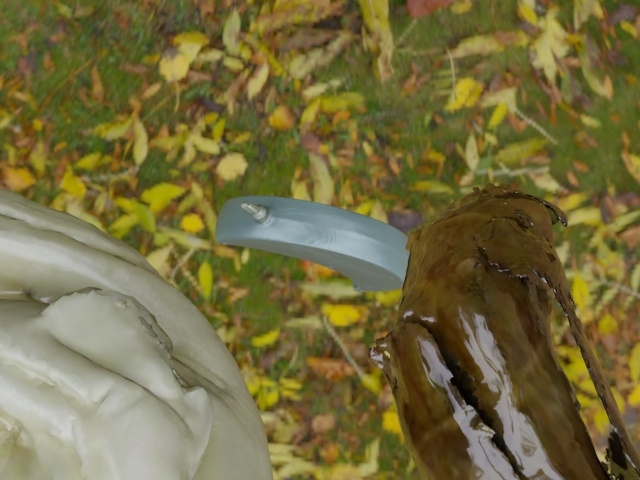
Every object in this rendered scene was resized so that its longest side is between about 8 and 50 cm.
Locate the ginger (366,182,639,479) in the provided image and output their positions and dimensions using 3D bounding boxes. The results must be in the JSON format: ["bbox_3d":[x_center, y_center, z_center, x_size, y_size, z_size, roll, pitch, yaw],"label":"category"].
[{"bbox_3d":[0.114,0.107,0.597,0.133,0.309,0.107,-16,153,-15],"label":"ginger"}]

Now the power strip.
[{"bbox_3d":[0.000,0.000,1.357,0.253,0.054,0.167,22,163,-36],"label":"power strip"}]

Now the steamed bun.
[{"bbox_3d":[-0.178,0.150,0.687,0.393,0.237,0.347,0,83,30],"label":"steamed bun"}]
